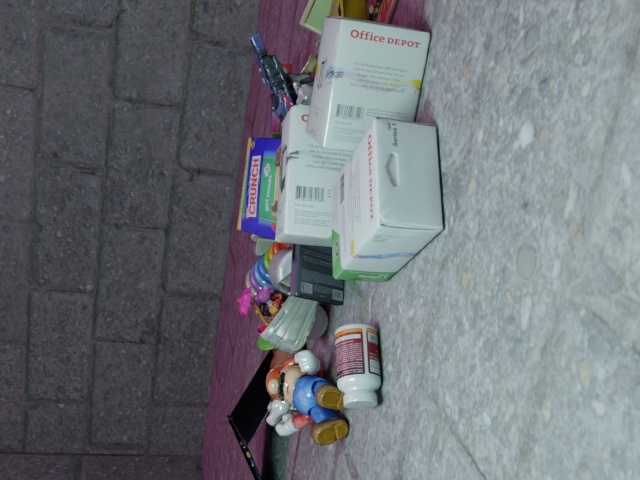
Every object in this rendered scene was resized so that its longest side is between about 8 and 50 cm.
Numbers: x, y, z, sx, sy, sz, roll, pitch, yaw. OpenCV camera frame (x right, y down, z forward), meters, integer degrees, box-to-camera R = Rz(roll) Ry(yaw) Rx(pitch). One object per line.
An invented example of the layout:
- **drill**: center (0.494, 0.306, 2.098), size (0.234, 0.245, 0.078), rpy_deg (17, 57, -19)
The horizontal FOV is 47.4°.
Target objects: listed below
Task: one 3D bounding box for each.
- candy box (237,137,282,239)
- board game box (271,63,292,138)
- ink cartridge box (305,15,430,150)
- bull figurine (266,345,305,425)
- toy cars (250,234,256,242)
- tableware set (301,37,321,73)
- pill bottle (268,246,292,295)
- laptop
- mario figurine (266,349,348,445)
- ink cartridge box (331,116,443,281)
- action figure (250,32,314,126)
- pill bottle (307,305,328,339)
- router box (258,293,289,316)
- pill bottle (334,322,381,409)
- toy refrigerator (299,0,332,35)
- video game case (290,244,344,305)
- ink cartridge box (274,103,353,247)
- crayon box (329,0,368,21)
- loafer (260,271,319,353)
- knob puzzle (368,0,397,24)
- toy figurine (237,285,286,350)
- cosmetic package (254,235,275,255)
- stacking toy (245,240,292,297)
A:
- **candy box**: center (-0.089, -0.137, 1.941), size (0.317, 0.122, 0.268), rpy_deg (14, 99, 57)
- **board game box**: center (-0.129, -0.380, 2.396), size (0.242, 0.064, 0.317), rpy_deg (99, 170, -62)
- **ink cartridge box**: center (0.084, -0.295, 1.385), size (0.168, 0.171, 0.233), rpy_deg (-124, 42, -68)
- **bull figurine**: center (-0.094, 0.380, 1.966), size (0.188, 0.101, 0.310), rpy_deg (108, 172, -47)
- **toy cars**: center (-0.137, -0.075, 2.345), size (0.176, 0.087, 0.394), rpy_deg (-52, -5, -29)
- **tableware set**: center (0.020, -0.479, 1.830), size (0.168, 0.020, 0.141), rpy_deg (-29, -26, -57)
- **pill bottle**: center (-0.070, 0.082, 1.939), size (0.229, 0.131, 0.131), rpy_deg (-178, 93, -76)
- **laptop**: center (-0.145, 0.595, 2.290), size (0.408, 0.236, 0.382), rpy_deg (67, 168, -6)
- **mario figurine**: center (-0.054, 0.359, 1.683), size (0.198, 0.170, 0.320), rpy_deg (-52, 20, -9)
- **ink cartridge box**: center (0.110, -0.063, 1.309), size (0.278, 0.117, 0.201), rpy_deg (126, 147, -64)
- **action figure**: center (-0.075, -0.447, 2.061), size (0.341, 0.178, 0.330), rpy_deg (68, 172, -26)
- **pill bottle**: center (-0.046, 0.203, 1.876), size (0.169, 0.094, 0.094), rpy_deg (170, 105, -75)
- **router box**: center (-0.116, 0.189, 2.105), size (0.092, 0.122, 0.038), rpy_deg (-125, 47, -68)
- **pill bottle**: center (0.072, 0.244, 1.410), size (0.086, 0.086, 0.152), rpy_deg (119, 153, -58)
- **toy refrigerator**: center (0.036, -0.604, 1.778), size (0.094, 0.102, 0.269), rpy_deg (-66, 8, -21)
- **video game case**: center (0.000, 0.000, 1.646), size (0.026, 0.196, 0.274), rpy_deg (-5, 77, 31)
- **ink cartridge box**: center (0.017, -0.129, 1.534), size (0.115, 0.198, 0.273), rpy_deg (147, 127, -73)
- **crayon box**: center (0.055, -0.409, 1.676), size (0.318, 0.081, 0.202), rpy_deg (106, 163, -58)
- **loafer**: center (-0.045, 0.112, 1.742), size (0.112, 0.111, 0.320), rpy_deg (125, 168, -63)
- **knob puzzle**: center (0.127, -0.527, 1.587), size (0.213, 0.030, 0.213), rpy_deg (-175, 90, -76)
- **toy figurine**: center (-0.145, 0.184, 1.974), size (0.173, 0.159, 0.130), rpy_deg (-39, 25, -1)
- **cosmetic package**: center (-0.149, 0.017, 2.311), size (0.041, 0.115, 0.060), rpy_deg (-119, 38, -64)
- **stacking toy**: center (-0.121, 0.057, 2.179), size (0.330, 0.141, 0.141), rpy_deg (121, 151, -52)
